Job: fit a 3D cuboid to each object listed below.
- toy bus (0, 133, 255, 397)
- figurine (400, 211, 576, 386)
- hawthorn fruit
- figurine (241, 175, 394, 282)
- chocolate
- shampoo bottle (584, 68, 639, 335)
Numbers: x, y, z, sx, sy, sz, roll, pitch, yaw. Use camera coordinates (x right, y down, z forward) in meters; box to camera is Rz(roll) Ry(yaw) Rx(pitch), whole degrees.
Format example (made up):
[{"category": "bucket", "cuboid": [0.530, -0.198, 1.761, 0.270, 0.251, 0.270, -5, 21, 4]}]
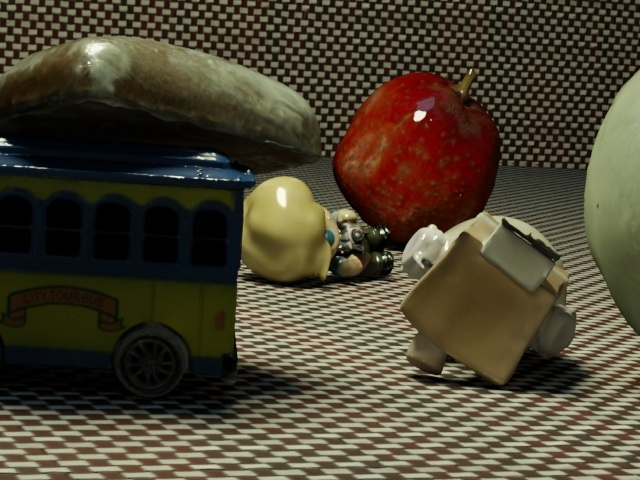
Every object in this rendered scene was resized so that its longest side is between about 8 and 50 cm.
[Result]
[{"category": "toy bus", "cuboid": [-0.196, 0.013, 1.344, 0.287, 0.175, 0.138, 4, 7, -4]}, {"category": "figurine", "cuboid": [0.140, 0.049, 1.553, 0.162, 0.141, 0.237, 33, 6, 3]}, {"category": "hawthorn fruit", "cuboid": [0.136, -0.113, 2.380, 0.215, 0.250, 0.215, 32, 14, -9]}, {"category": "figurine", "cuboid": [0.000, 0.000, 1.991, 0.196, 0.114, 0.108, 13, -24, -35]}, {"category": "chocolate", "cuboid": [-0.120, -0.109, 1.389, 0.254, 0.080, 0.157, 10, -11, -40]}, {"category": "shampoo bottle", "cuboid": [0.390, -0.030, 1.482, 0.317, 0.323, 0.322, -2, 0, 43]}]
